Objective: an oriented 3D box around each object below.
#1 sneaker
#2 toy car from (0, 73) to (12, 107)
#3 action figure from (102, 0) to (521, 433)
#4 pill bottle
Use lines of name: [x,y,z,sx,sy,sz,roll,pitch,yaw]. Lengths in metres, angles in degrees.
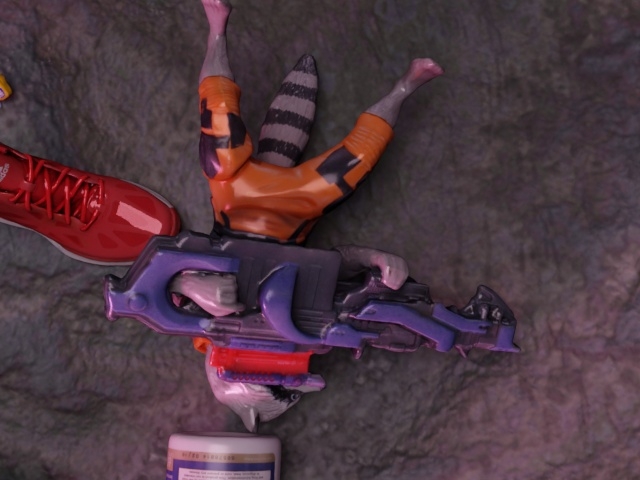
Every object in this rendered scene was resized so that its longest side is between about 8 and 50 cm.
sneaker: [-0.240,-0.036,0.781,0.221,0.128,0.087,12,82,9]
toy car: [-0.345,-0.111,0.846,0.122,0.060,0.040,-31,110,8]
action figure: [0.000,0.000,0.762,0.341,0.178,0.330,16,90,-18]
pill bottle: [-0.082,0.243,0.733,0.094,0.094,0.169,1,81,7]
